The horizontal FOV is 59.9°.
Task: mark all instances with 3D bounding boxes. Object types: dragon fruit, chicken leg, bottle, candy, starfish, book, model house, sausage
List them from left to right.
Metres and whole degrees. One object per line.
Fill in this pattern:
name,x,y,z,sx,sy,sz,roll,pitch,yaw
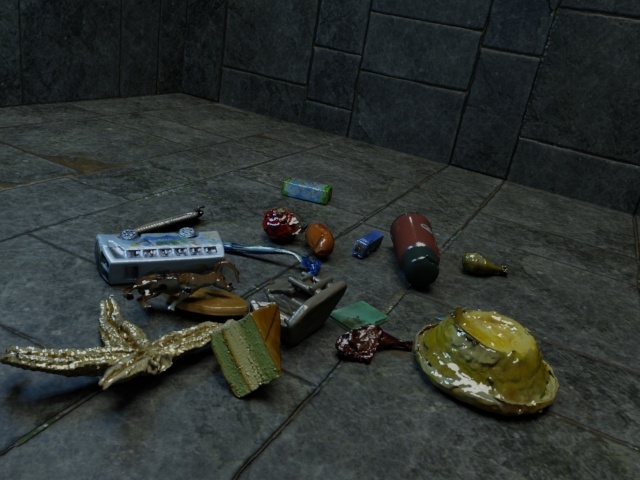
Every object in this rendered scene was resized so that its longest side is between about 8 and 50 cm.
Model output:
starfish,-0.396,0.209,1.146,0.324,0.082,0.432,11,14,20
dragon fruit,-0.126,-0.055,1.841,0.142,0.121,0.130,27,47,-29
model house,-0.068,0.155,1.358,0.188,0.122,0.229,19,29,30
candy,-0.054,-0.206,2.292,0.195,0.062,0.097,13,23,10
sausage,0.000,0.000,1.795,0.089,0.089,0.179,4,25,-14
book,0.100,0.200,1.453,0.135,0.017,0.103,-13,31,-42
chicken leg,0.126,0.244,1.323,0.205,0.053,0.093,-13,54,-30
bottle,0.306,0.028,1.781,0.144,0.143,0.336,9,23,-1
chicken leg,0.551,0.083,1.865,0.178,0.070,0.093,12,16,-14

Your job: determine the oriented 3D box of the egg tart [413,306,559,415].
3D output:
egg tart,0.392,0.259,1.295,0.346,0.132,0.345,11,22,-4

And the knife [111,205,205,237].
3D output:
knife,-0.507,-0.047,1.761,0.089,0.043,0.365,-15,7,39

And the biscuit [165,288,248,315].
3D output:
biscuit,-0.277,0.152,1.370,0.221,0.028,0.142,8,11,10

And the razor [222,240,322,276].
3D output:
razor,-0.158,0.038,1.682,0.325,0.056,0.093,13,25,9

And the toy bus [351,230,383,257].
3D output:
toy bus,0.160,0.011,1.868,0.051,0.061,0.153,26,25,22

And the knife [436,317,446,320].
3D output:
knife,0.364,0.217,1.537,0.091,0.005,0.014,3,25,-16

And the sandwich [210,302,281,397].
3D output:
sandwich,-0.133,0.226,1.183,0.117,0.144,0.187,-28,-5,13

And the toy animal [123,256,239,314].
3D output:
toy animal,-0.327,0.097,1.329,0.244,0.087,0.260,7,14,-1

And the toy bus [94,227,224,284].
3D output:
toy bus,-0.428,0.045,1.499,0.330,0.108,0.136,-3,37,-26
